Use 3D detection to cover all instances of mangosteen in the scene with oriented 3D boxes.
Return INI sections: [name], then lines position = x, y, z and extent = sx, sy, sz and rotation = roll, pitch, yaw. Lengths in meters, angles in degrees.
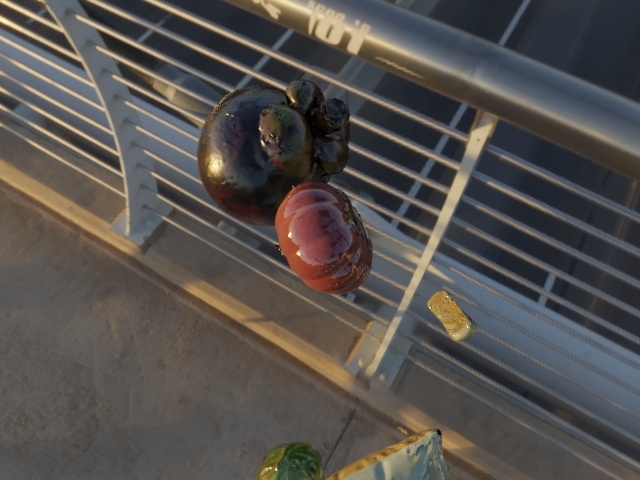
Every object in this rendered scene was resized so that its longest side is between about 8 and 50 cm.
[mangosteen]
position = -0.123, -0.246, 1.284
extent = 0.421, 0.381, 0.381
rotation = -44, 67, 12

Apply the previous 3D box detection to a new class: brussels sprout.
[brussels sprout]
position = -0.069, 0.519, 1.024
extent = 0.161, 0.180, 0.144
rotation = -12, 100, 27

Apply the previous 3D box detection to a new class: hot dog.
[hot dog]
position = 0.155, 0.091, 0.554
extent = 0.030, 0.034, 0.090
rotation = -41, 22, 7

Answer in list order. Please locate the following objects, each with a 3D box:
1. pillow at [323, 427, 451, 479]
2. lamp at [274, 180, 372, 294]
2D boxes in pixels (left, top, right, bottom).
[pillow]
position = 0.118, 0.509, 0.900
extent = 0.312, 0.310, 0.119
rotation = -26, 32, -5
[lamp]
position = 0.000, 0.000, 0.730
extent = 0.140, 0.182, 0.182
rotation = -29, 63, 12
